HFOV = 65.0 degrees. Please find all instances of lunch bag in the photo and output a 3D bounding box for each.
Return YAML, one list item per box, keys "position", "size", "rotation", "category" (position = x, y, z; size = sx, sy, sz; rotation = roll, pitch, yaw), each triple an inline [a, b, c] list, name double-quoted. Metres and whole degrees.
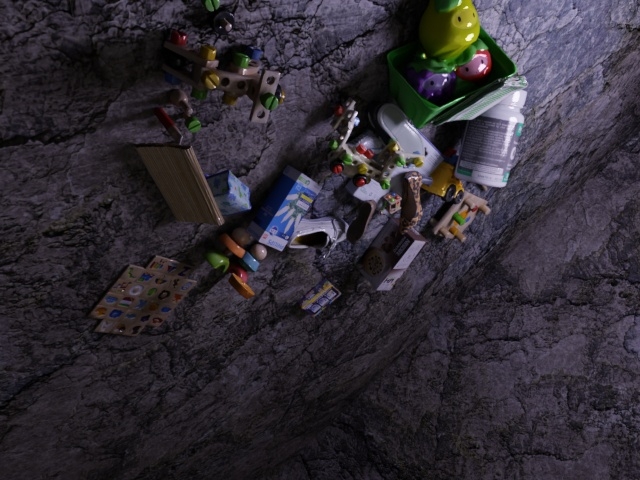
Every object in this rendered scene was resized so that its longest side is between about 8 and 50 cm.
- position: [-0.300, -0.131, 1.477]
  size: [0.151, 0.096, 0.129]
  rotation: [-16, 152, 18]
  category: "lunch bag"

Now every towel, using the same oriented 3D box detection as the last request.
- position: [0.527, -0.449, 1.626]
  size: [0.248, 0.038, 0.325]
  rotation: [-29, 179, 38]
  category: "towel"

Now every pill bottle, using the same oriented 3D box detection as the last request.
- position: [0.654, -0.399, 1.926]
  size: [0.204, 0.204, 0.360]
  rotation: [-5, 112, -42]
  category: "pill bottle"

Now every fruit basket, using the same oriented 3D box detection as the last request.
- position: [0.399, -0.568, 1.524]
  size: [0.392, 0.283, 0.392]
  rotation: [-30, 164, -10]
  category: "fruit basket"

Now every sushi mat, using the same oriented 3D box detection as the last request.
- position: [-0.376, -0.146, 1.370]
  size: [0.152, 0.019, 0.316]
  rotation: [4, 146, 11]
  category: "sushi mat"

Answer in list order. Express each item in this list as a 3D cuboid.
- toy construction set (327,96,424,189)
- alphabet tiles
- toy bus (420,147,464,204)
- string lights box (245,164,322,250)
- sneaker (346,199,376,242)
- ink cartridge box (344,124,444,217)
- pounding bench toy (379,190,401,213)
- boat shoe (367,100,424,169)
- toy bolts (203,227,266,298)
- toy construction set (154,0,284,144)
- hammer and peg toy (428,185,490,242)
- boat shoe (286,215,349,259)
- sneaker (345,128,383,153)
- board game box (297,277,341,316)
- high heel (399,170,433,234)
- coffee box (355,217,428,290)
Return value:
- position: [0.147, -0.284, 1.585]
  size: [0.328, 0.151, 0.215]
  rotation: [36, 124, -22]
  category: "toy construction set"
- position: [-0.579, 0.190, 1.657]
  size: [0.342, 0.011, 0.285]
  rotation: [-48, 147, 12]
  category: "alphabet tiles"
- position: [0.539, -0.277, 2.118]
  size: [0.220, 0.149, 0.211]
  rotation: [8, 108, -51]
  category: "toy bus"
- position: [-0.119, -0.105, 1.657]
  size: [0.259, 0.077, 0.133]
  rotation: [-58, 145, 4]
  category: "string lights box"
- position: [0.164, -0.072, 1.911]
  size: [0.071, 0.066, 0.188]
  rotation: [-29, 152, -55]
  category: "sneaker"
- position: [0.292, -0.264, 1.932]
  size: [0.330, 0.071, 0.324]
  rotation: [-50, 145, 12]
  category: "ink cartridge box"
- position: [0.265, -0.142, 1.937]
  size: [0.083, 0.052, 0.065]
  rotation: [-28, 144, -18]
  category: "pounding bench toy"
- position: [0.260, -0.361, 1.706]
  size: [0.114, 0.091, 0.302]
  rotation: [-43, 133, -5]
  category: "boat shoe"
- position: [-0.248, 0.075, 1.699]
  size: [0.158, 0.218, 0.228]
  rotation: [-45, 166, -3]
  category: "toy bolts"
- position: [-0.232, -0.341, 1.157]
  size: [0.309, 0.237, 0.257]
  rotation: [-47, 147, 12]
  category: "toy construction set"
- position: [0.714, -0.156, 2.427]
  size: [0.266, 0.127, 0.361]
  rotation: [11, 122, -51]
  category: "hammer and peg toy"
- position: [0.003, -0.007, 1.868]
  size: [0.367, 0.156, 0.135]
  rotation: [6, 126, -48]
  category: "boat shoe"
- position: [0.140, -0.337, 1.707]
  size: [0.191, 0.071, 0.082]
  rotation: [-16, 127, -37]
  category: "sneaker"
- position: [-0.004, 0.261, 2.285]
  size: [0.170, 0.048, 0.141]
  rotation: [-40, 145, 2]
  category: "board game box"
- position: [0.333, -0.146, 1.955]
  size: [0.186, 0.093, 0.261]
  rotation: [4, 112, -52]
  category: "high heel"
- position: [0.317, 0.062, 2.256]
  size: [0.119, 0.168, 0.297]
  rotation: [6, 127, -48]
  category: "coffee box"
